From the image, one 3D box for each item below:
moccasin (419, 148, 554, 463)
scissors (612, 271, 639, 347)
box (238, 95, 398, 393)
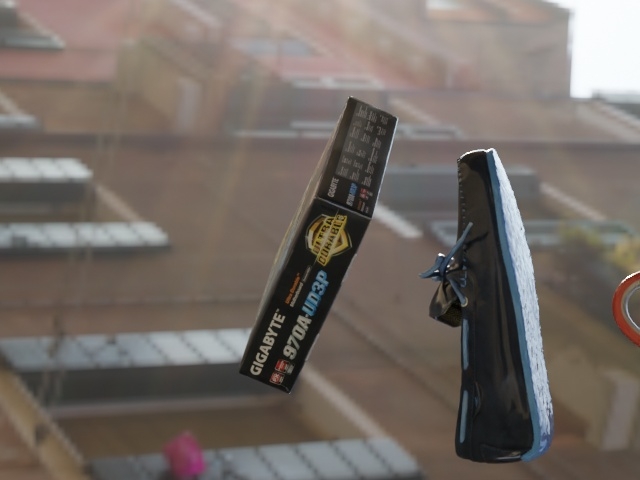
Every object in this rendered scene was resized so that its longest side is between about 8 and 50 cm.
[{"bbox_3d":[0.166,0.068,1.972,0.117,0.138,0.342,-11,-110,18],"label":"moccasin"},{"bbox_3d":[0.311,0.134,1.357,0.021,0.109,0.297,52,15,-71],"label":"scissors"},{"bbox_3d":[0.000,0.000,1.537,0.220,0.051,0.175,-73,-173,-63],"label":"box"}]
